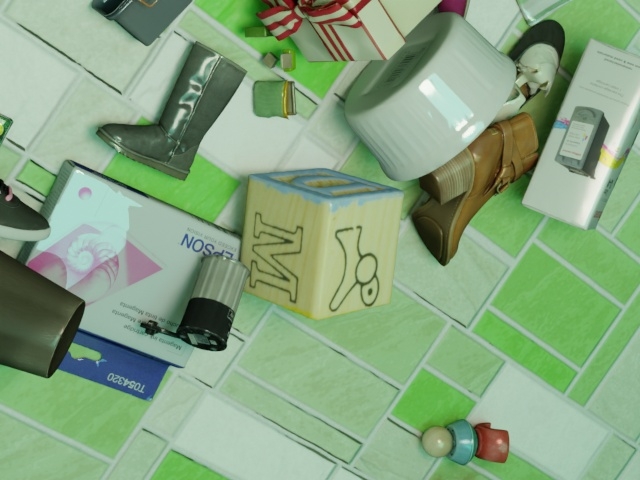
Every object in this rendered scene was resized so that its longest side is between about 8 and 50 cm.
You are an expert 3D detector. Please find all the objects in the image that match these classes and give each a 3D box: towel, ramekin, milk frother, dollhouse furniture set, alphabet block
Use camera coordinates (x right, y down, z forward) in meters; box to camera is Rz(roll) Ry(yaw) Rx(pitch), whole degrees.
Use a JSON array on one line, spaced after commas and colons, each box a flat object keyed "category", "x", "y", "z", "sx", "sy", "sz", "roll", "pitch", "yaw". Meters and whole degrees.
[{"category": "towel", "x": 0.383, "y": -0.466, "z": 2.080, "sx": 0.113, "sy": 0.023, "sz": 0.152, "roll": -34, "pitch": 116, "yaw": -11}, {"category": "ramekin", "x": 0.167, "y": -0.241, "z": 1.925, "sx": 0.277, "sy": 0.277, "sz": 0.135, "roll": -47, "pitch": 110, "yaw": -4}, {"category": "milk frother", "x": -0.201, "y": 0.099, "z": 1.900, "sx": 0.143, "sy": 0.129, "sz": 0.134, "roll": 18, "pitch": 62, "yaw": -2}, {"category": "dollhouse furniture set", "x": -0.084, "y": -0.267, "z": 1.905, "sx": 0.058, "sy": 0.076, "sz": 0.151, "roll": -24, "pitch": 114, "yaw": -63}, {"category": "alphabet block", "x": 0.000, "y": 0.000, "z": 1.940, "sx": 0.192, "sy": 0.193, "sz": 0.197, "roll": -7, "pitch": 110, "yaw": -44}]

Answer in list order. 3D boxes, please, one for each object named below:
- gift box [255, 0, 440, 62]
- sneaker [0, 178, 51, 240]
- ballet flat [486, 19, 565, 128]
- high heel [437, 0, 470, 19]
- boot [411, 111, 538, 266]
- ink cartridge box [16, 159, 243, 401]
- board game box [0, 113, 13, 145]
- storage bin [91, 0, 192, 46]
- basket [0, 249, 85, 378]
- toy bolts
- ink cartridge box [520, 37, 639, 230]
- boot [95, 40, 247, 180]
[{"category": "gift box", "x": 0.024, "y": -0.431, "z": 1.809, "sx": 0.258, "sy": 0.255, "sz": 0.276, "roll": -48, "pitch": 113, "yaw": -19}, {"category": "sneaker", "x": -0.504, "y": -0.110, "z": 1.731, "sx": 0.296, "sy": 0.104, "sz": 0.147, "roll": 28, "pitch": 99, "yaw": -24}, {"category": "ballet flat", "x": 0.351, "y": -0.269, "z": 2.088, "sx": 0.095, "sy": 0.096, "sz": 0.280, "roll": 42, "pitch": 87, "yaw": -27}, {"category": "high heel", "x": 0.163, "y": -0.521, "z": 1.946, "sx": 0.181, "sy": 0.127, "sz": 0.377, "roll": 1, "pitch": 113, "yaw": 6}, {"category": "boot", "x": 0.272, "y": -0.091, "z": 2.069, "sx": 0.220, "sy": 0.109, "sz": 0.283, "roll": -30, "pitch": 142, "yaw": -18}, {"category": "ink cartridge box", "x": -0.331, "y": 0.082, "z": 1.922, "sx": 0.324, "sy": 0.071, "sz": 0.330, "roll": 24, "pitch": 94, "yaw": -28}, {"category": "board game box", "x": -0.580, "y": -0.095, "z": 1.780, "sx": 0.136, "sy": 0.030, "sz": 0.259, "roll": 27, "pitch": 95, "yaw": -26}, {"category": "storage bin", "x": -0.260, "y": -0.364, "z": 1.801, "sx": 0.135, "sy": 0.098, "sz": 0.091, "roll": -48, "pitch": 129, "yaw": -3}, {"category": "basket", "x": -0.475, "y": 0.099, "z": 1.748, "sx": 0.227, "sy": 0.204, "sz": 0.154, "roll": 24, "pitch": 129, "yaw": -1}, {"category": "toy bolts", "x": 0.270, "y": 0.453, "z": 2.240, "sx": 0.158, "sy": 0.218, "sz": 0.228, "roll": 4, "pitch": 87, "yaw": -18}, {"category": "ink cartridge box", "x": 0.480, "y": -0.179, "z": 2.093, "sx": 0.131, "sy": 0.226, "sz": 0.306, "roll": 23, "pitch": 98, "yaw": 16}, {"category": "boot", "x": -0.232, "y": -0.215, "z": 1.866, "sx": 0.190, "sy": 0.076, "sz": 0.208, "roll": 21, "pitch": 105, "yaw": -42}]
